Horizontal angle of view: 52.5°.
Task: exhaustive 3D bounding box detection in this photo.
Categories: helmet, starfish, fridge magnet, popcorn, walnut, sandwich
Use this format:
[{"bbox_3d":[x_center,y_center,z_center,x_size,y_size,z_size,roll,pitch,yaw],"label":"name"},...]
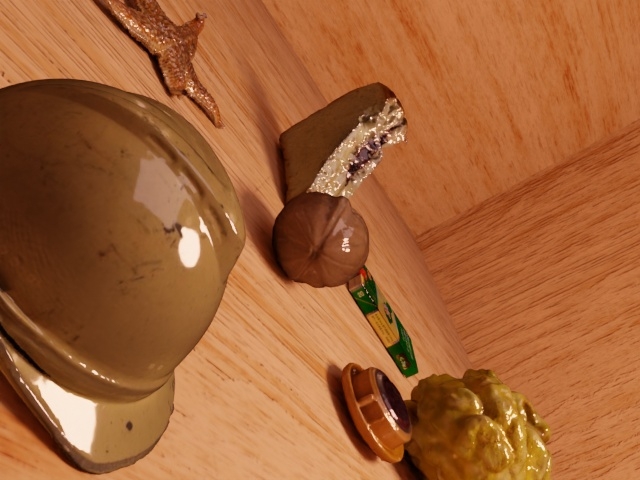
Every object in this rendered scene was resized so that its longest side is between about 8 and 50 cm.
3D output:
[{"bbox_3d":[-0.117,-0.005,0.408,0.257,0.137,0.204,60,12,-9],"label":"helmet"},{"bbox_3d":[-0.214,-0.284,0.872,0.295,0.048,0.231,41,34,-55],"label":"starfish"},{"bbox_3d":[0.076,0.227,0.871,0.143,0.063,0.143,53,14,-20],"label":"fridge magnet"},{"bbox_3d":[0.230,0.313,0.992,0.242,0.235,0.250,18,-5,39],"label":"popcorn"},{"bbox_3d":[0.001,-0.001,0.908,0.140,0.140,0.162,58,23,-18],"label":"walnut"},{"bbox_3d":[0.046,-0.165,1.201,0.288,0.254,0.099,-97,161,-54],"label":"sandwich"}]

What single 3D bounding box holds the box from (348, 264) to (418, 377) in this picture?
[{"bbox_3d":[0.125,0.154,1.317,0.235,0.034,0.132,57,13,-18],"label":"box"}]
